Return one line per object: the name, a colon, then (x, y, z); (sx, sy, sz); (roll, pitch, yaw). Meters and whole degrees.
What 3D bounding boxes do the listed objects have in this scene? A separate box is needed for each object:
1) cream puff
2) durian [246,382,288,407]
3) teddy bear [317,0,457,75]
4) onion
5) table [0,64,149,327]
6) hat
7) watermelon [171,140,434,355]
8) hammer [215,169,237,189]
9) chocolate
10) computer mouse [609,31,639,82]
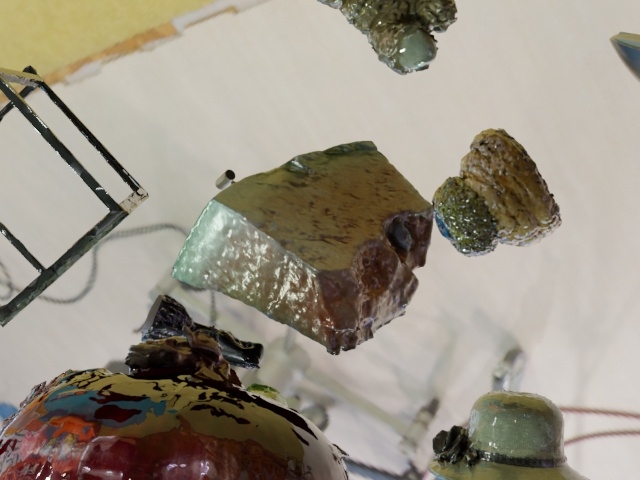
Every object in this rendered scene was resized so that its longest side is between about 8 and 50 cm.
cream puff: (0.233, -0.053, 1.480); (0.183, 0.169, 0.183); (58, -179, -2)
durian: (-0.133, 0.282, 1.373); (0.139, 0.250, 0.101); (-4, 116, 45)
teddy bear: (0.130, -0.413, 1.540); (0.267, 0.156, 0.256); (44, 110, 4)
onion: (-0.118, 0.194, 0.843); (0.314, 0.232, 0.314); (11, 163, 3)
table: (-0.421, -0.080, 1.426); (0.272, 0.222, 0.335); (48, 180, -8)
hat: (0.288, 0.288, 1.502); (0.257, 0.257, 0.130); (5, 88, 38)
watermelon: (-0.005, -0.015, 1.227); (0.302, 0.264, 0.151); (21, 121, 39)
hammer: (-0.111, -0.079, 1.620); (0.110, 0.019, 0.035); (22, 145, -23)
chocolate: (-0.142, 0.122, 1.238); (0.147, 0.072, 0.070); (31, 101, -10)
computer mouse: (0.469, -0.235, 1.386); (0.102, 0.045, 0.199); (44, 175, -32)
